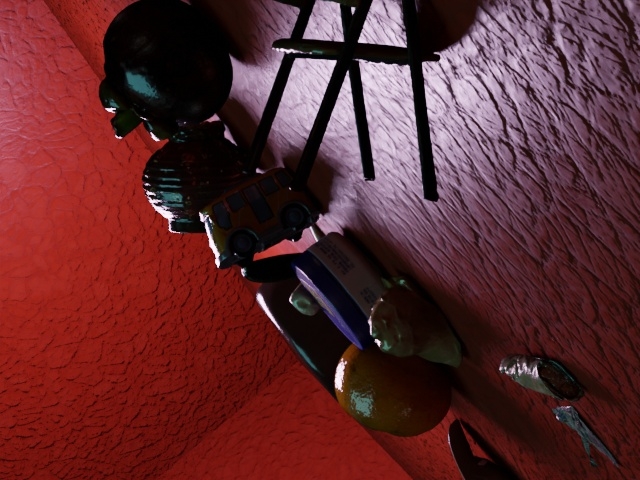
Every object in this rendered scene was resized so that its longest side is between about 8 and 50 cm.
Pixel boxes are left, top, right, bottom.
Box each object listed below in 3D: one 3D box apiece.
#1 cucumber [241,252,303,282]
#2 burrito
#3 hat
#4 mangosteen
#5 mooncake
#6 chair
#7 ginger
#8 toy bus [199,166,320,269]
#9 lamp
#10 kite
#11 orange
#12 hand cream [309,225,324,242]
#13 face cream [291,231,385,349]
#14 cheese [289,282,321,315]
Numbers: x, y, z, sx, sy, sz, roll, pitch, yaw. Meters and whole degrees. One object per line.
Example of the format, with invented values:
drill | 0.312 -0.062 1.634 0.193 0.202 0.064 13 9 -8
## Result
cucumber | -0.047 0.051 2.016 0.284 0.056 0.056 0 -144 -47
burrito | 0.280 0.173 1.386 0.055 0.041 0.149 40 171 -16
hat | 0.333 0.453 2.201 0.166 0.144 0.173 53 -142 -69
mangosteen | -0.253 -0.272 1.697 0.216 0.216 0.216 49 171 11
mooncake | 0.018 0.194 2.314 0.334 0.174 0.326 51 174 -20
chair | 0.017 -0.170 0.993 0.158 0.172 0.247 -152 68 -68
ginger | 0.153 0.157 1.734 0.193 0.123 0.115 48 152 -14
toy bus | -0.117 -0.044 1.961 0.136 0.209 0.126 61 171 8
lamp | -0.248 -0.132 2.199 0.247 0.247 0.247 49 171 11
kite | 0.361 0.271 1.479 0.139 0.011 0.157 45 169 45
orange | 0.133 0.275 2.002 0.224 0.170 0.224 30 -175 -3
hand cream | 0.000 0.000 2.122 0.102 0.022 0.035 56 176 -3
face cream | 0.051 0.086 1.926 0.206 0.111 0.206 50 171 10
cheese | -0.003 0.089 2.102 0.065 0.043 0.194 41 -153 -1
